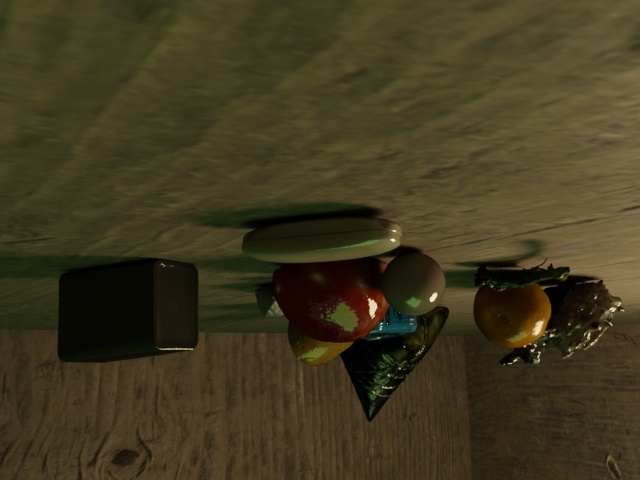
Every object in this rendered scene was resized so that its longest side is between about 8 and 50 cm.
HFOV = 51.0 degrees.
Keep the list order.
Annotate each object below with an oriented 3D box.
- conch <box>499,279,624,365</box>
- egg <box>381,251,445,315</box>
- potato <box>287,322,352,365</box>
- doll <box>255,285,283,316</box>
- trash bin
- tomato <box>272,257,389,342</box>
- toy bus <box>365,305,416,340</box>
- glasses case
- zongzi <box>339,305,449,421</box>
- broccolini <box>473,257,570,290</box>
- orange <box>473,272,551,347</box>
[{"bbox_3d":[0.524,0.186,1.477,0.313,0.186,0.241,-8,178,-9],"label":"conch"},{"bbox_3d":[0.150,0.071,1.088,0.103,0.103,0.135,-3,171,8],"label":"egg"},{"bbox_3d":[0.027,0.244,1.848,0.158,0.178,0.204,-26,149,36],"label":"potato"},{"bbox_3d":[-0.106,0.135,1.499,0.094,0.079,0.180,32,171,-4],"label":"doll"},{"bbox_3d":[-0.336,0.128,1.180,0.241,0.163,0.122,-9,167,33],"label":"trash bin"},{"bbox_3d":[0.029,0.110,1.190,0.201,0.139,0.233,-14,164,25],"label":"tomato"},{"bbox_3d":[0.133,0.177,1.614,0.134,0.113,0.246,-12,167,28],"label":"toy bus"},{"bbox_3d":[0.000,0.000,0.841,0.204,0.051,0.081,-5,168,18],"label":"glasses case"},{"bbox_3d":[0.192,0.365,1.989,0.384,0.361,0.319,-13,-178,39],"label":"zongzi"},{"bbox_3d":[0.342,0.058,1.158,0.123,0.062,0.271,-16,175,-4],"label":"broccolini"},{"bbox_3d":[0.390,0.140,1.363,0.155,0.154,0.134,-9,-176,36],"label":"orange"}]
